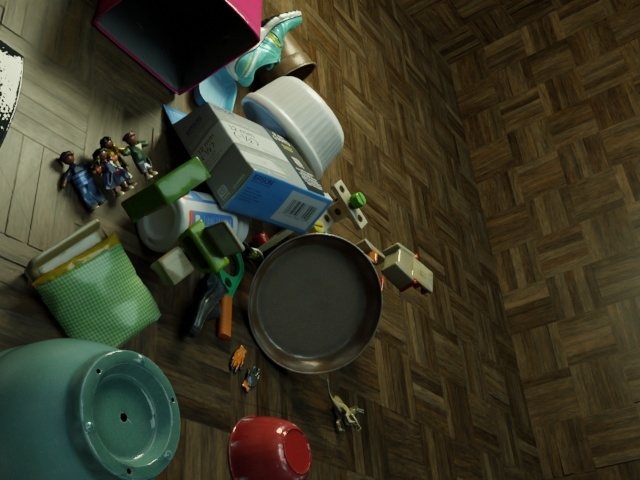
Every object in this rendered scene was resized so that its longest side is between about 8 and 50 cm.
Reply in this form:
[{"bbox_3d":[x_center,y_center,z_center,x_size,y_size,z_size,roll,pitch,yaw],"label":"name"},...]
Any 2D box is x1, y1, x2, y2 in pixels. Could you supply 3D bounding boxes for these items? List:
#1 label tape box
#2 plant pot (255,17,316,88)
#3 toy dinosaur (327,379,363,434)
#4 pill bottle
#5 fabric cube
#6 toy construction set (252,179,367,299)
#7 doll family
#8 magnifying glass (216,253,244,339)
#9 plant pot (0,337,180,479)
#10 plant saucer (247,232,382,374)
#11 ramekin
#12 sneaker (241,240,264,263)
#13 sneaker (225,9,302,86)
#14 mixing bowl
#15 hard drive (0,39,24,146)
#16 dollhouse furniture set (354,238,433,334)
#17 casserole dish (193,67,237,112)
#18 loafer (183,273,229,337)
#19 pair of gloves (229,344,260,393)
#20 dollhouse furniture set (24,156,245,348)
[{"bbox_3d":[-0.159,-0.188,1.561,0.249,0.115,0.348,17,33,-49],"label":"label tape box"},{"bbox_3d":[-0.124,-0.503,1.976,0.165,0.167,0.167,59,27,1],"label":"plant pot"},{"bbox_3d":[0.049,0.401,1.708,0.183,0.053,0.092,46,17,-47],"label":"toy dinosaur"},{"bbox_3d":[-0.242,-0.033,1.430,0.221,0.124,0.124,7,63,-59],"label":"pill bottle"},{"bbox_3d":[-0.294,-0.530,1.575,0.254,0.259,0.258,39,37,-40],"label":"fabric cube"},{"bbox_3d":[0.000,0.000,1.709,0.257,0.237,0.309,7,64,-59],"label":"toy construction set"},{"bbox_3d":[-0.385,-0.135,1.312,0.111,0.076,0.193,64,30,-15],"label":"doll family"},{"bbox_3d":[-0.198,0.098,1.519,0.092,0.026,0.231,38,37,-43],"label":"magnifying glass"},{"bbox_3d":[-0.319,0.258,0.991,0.293,0.196,0.293,41,36,-40],"label":"plant pot"},{"bbox_3d":[-0.013,0.138,1.605,0.310,0.310,0.050,61,-14,-11],"label":"plant saucer"},{"bbox_3d":[-0.059,-0.280,1.785,0.273,0.127,0.273,45,-11,11],"label":"ramekin"},{"bbox_3d":[-0.158,0.030,1.622,0.083,0.031,0.035,36,12,-31],"label":"sneaker"},{"bbox_3d":[-0.141,-0.495,1.855,0.275,0.107,0.110,-48,117,-27],"label":"sneaker"},{"bbox_3d":[-0.081,0.416,1.397,0.181,0.098,0.181,40,38,-41],"label":"mixing bowl"},{"bbox_3d":[-0.548,-0.236,1.119,0.172,0.054,0.254,38,39,-42],"label":"hard drive"},{"bbox_3d":[0.141,0.125,1.842,0.135,0.259,0.262,40,38,-25],"label":"dollhouse furniture set"},{"bbox_3d":[-0.257,-0.361,1.752,0.114,0.037,0.188,45,35,-36],"label":"casserole dish"},{"bbox_3d":[-0.216,0.129,1.405,0.061,0.062,0.170,38,36,-17],"label":"loafer"},{"bbox_3d":[-0.153,0.262,1.482,0.083,0.010,0.074,59,28,-15],"label":"pair of gloves"},{"bbox_3d":[-0.284,0.035,1.163,0.301,0.151,0.197,-41,106,-37],"label":"dollhouse furniture set"}]
